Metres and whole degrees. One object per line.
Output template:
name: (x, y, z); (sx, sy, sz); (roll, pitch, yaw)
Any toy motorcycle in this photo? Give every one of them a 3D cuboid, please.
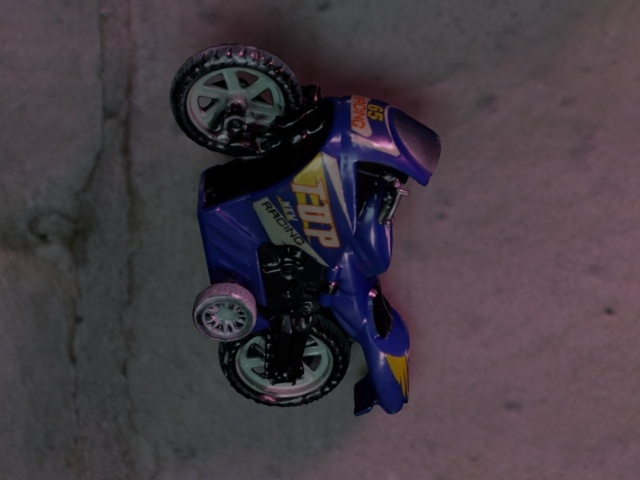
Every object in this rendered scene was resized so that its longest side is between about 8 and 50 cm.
toy motorcycle: (0.000, 0.000, 1.096); (0.169, 0.113, 0.315); (-5, 130, 4)
